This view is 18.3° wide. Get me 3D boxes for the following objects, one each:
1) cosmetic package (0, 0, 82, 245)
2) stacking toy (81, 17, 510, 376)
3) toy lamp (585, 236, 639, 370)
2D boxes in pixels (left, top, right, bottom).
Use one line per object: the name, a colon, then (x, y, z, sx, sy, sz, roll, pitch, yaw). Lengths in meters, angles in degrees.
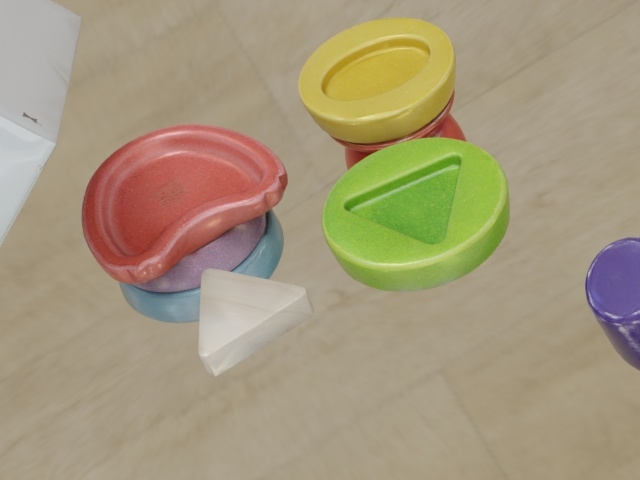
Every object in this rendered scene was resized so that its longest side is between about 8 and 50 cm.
cosmetic package: (-0.282, -0.023, 1.437, 0.097, 0.377, 0.284, 30, 104, -13)
stacking toy: (0.000, 0.000, 1.451, 0.309, 0.279, 0.130, -25, 131, -5)
toy lamp: (0.234, 0.061, 1.147, 0.080, 0.275, 0.080, -14, 64, 30)
